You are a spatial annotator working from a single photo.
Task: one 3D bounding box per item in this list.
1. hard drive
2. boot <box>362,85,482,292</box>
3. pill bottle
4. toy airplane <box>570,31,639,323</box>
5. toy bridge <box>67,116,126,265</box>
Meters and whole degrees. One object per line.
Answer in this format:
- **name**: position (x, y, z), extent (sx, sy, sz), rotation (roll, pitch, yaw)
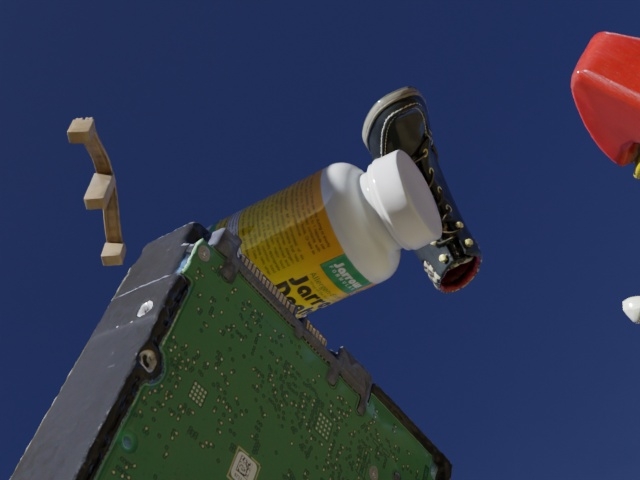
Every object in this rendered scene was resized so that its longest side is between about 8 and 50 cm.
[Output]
- **hard drive**: position (-0.050, 0.183, 0.410), extent (0.064, 0.339, 0.237), rotation (-21, -56, 36)
- **boot**: position (0.127, -0.055, 1.068), extent (0.085, 0.179, 0.236), rotation (-26, -27, -8)
- **pill bottle**: position (0.000, 0.000, 0.832), extent (0.208, 0.118, 0.117), rotation (-25, -54, 20)
- **toy airplane**: position (0.446, -0.038, 0.869), extent (0.386, 0.385, 0.272), rotation (-11, -18, -20)
- **toy bridge**: position (-0.255, -0.059, 1.056), extent (0.026, 0.063, 0.188), rotation (-4, -55, 3)
